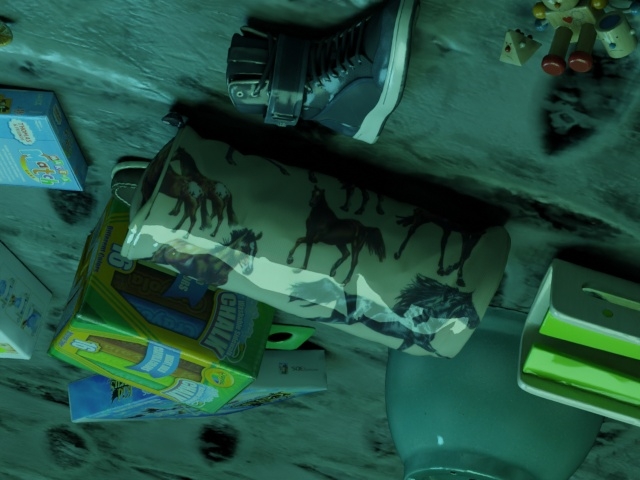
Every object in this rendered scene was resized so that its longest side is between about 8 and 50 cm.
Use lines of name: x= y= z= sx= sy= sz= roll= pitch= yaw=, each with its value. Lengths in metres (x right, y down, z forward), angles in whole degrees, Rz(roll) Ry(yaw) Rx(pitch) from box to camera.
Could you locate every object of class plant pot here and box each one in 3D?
plant pot: x=0.208 y=0.234 z=2.101 sx=0.293 sy=0.196 sz=0.293 roll=12 pitch=154 yaw=6

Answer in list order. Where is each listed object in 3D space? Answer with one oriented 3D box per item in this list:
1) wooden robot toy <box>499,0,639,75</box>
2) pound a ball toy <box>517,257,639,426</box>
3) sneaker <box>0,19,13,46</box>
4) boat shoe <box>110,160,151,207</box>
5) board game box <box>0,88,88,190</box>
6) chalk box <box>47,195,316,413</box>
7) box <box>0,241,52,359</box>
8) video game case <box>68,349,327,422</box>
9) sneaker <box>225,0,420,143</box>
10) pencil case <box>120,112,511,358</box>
wooden robot toy: x=0.215 y=-0.194 z=1.423 sx=0.173 sy=0.076 sz=0.079 roll=-6 pitch=136 yaw=35
pound a ball toy: x=0.401 y=0.096 z=1.846 sx=0.319 sy=0.135 sz=0.208 roll=16 pitch=128 yaw=-1
sneaker: x=-0.350 y=-0.213 z=1.728 sx=0.083 sy=0.032 sz=0.037 roll=13 pitch=167 yaw=15
boat shoe: x=-0.139 y=-0.022 z=1.930 sx=0.228 sy=0.068 sz=0.081 roll=21 pitch=153 yaw=-12
board game box: x=-0.384 y=-0.117 z=1.899 sx=0.212 sy=0.039 sz=0.160 roll=6 pitch=152 yaw=11
chalk box: x=-0.154 y=0.088 z=2.029 sx=0.289 sy=0.179 sz=0.180 roll=21 pitch=153 yaw=-11
box: x=-0.464 y=0.065 z=2.232 sx=0.114 sy=0.103 sz=0.203 roll=2 pitch=150 yaw=24
video game case: x=-0.167 y=0.197 z=2.272 sx=0.244 sy=0.061 sz=0.269 roll=2 pitch=166 yaw=-38
sneaker: x=-0.002 y=-0.169 z=1.560 sx=0.163 sy=0.086 sz=0.226 roll=15 pitch=155 yaw=-6
pencil case: x=0.000 y=0.000 z=1.808 sx=0.410 sy=0.183 sz=0.160 roll=18 pitch=125 yaw=-7
